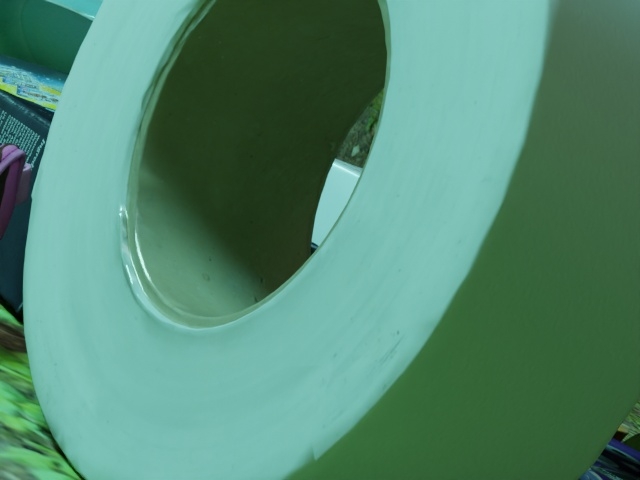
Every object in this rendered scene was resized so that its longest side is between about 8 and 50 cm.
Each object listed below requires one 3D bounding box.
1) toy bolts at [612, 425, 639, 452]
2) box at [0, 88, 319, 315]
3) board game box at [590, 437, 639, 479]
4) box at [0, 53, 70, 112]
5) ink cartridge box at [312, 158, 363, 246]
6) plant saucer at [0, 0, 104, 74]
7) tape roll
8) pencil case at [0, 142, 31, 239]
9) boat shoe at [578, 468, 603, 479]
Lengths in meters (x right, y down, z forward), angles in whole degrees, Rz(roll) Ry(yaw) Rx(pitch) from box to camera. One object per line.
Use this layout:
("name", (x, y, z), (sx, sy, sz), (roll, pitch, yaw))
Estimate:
("toy bolts", (0.226, 0.092, 1.268), (0.228, 0.158, 0.218), (23, 5, -34))
("box", (-0.110, -0.001, 0.890), (0.156, 0.093, 0.158), (23, 4, -34))
("board game box", (0.078, 0.103, 1.055), (0.346, 0.056, 0.208), (27, 0, 23))
("box", (-0.256, -0.090, 1.014), (0.233, 0.044, 0.159), (15, 18, -14))
("ink cartridge box", (0.056, 0.009, 1.178), (0.158, 0.092, 0.218), (26, 6, 18))
("plant saucer", (-0.138, -0.094, 1.272), (0.317, 0.044, 0.317), (30, -21, 13))
("tape roll", (0.007, -0.027, 0.603), (0.100, 0.286, 0.286), (21, 6, -38))
("pencil case", (-0.239, -0.048, 0.737), (0.209, 0.095, 0.098), (28, 39, 2))
("boat shoe", (0.053, 0.112, 0.714), (0.066, 0.066, 0.183), (16, -1, -37))
